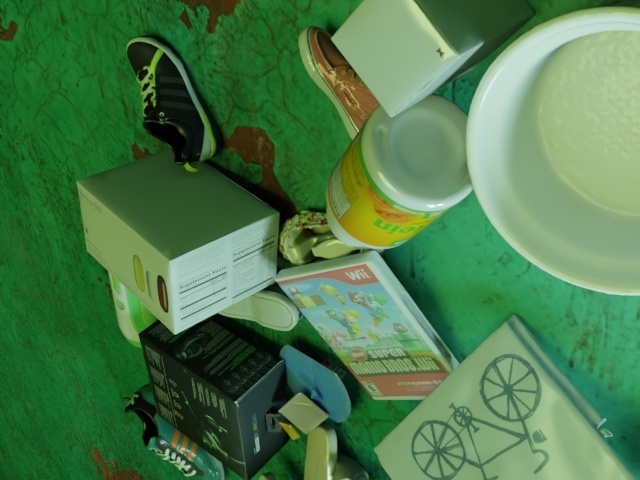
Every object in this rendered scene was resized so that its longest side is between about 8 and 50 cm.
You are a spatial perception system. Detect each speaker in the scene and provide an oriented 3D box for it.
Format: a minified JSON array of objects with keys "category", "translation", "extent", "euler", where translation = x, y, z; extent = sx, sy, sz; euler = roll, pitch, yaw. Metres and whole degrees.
[{"category":"speaker","translation":[-0.347,0.066,1.366],"extent":[0.131,0.131,0.296],"euler":[23,130,30]}]

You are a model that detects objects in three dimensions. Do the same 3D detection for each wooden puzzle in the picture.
[{"category":"wooden puzzle","translation":[-0.031,0.311,1.268],"extent":[0.116,0.014,0.078],"euler":[-39,102,28]}]

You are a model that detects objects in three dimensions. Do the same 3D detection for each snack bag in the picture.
[{"category":"snack bag","translation":[0.260,0.327,0.936],"extent":[0.323,0.037,0.342],"euler":[-53,59,28]}]

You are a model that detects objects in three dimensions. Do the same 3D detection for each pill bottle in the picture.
[{"category":"pill bottle","translation":[0.084,-0.067,0.853],"extent":[0.136,0.136,0.245],"euler":[50,160,4]}]

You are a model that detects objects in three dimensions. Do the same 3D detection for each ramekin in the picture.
[{"category":"ramekin","translation":[0.295,-0.098,0.681],"extent":[0.277,0.135,0.277],"euler":[22,129,29]}]

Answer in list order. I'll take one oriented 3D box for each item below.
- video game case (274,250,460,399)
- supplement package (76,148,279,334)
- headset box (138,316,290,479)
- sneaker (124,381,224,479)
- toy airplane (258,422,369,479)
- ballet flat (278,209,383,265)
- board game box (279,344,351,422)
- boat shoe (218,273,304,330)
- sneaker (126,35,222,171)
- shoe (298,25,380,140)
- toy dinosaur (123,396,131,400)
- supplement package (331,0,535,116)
[{"category":"video game case","translation":[0.082,0.140,1.058],"extent":[0.204,0.025,0.285],"euler":[-14,122,46]},{"category":"supplement package","translation":[-0.228,-0.013,1.124],"extent":[0.262,0.204,0.145],"euler":[34,135,33]},{"category":"headset box","translation":[-0.195,0.293,1.361],"extent":[0.283,0.131,0.246],"euler":[25,136,31]},{"category":"sneaker","translation":[-0.347,0.475,1.641],"extent":[0.108,0.121,0.302],"euler":[-29,96,48]},{"category":"toy airplane","translation":[0.013,0.590,1.332],"extent":[0.386,0.273,0.384],"euler":[109,153,-52]},{"category":"ballet flat","translation":[0.000,0.000,1.053],"extent":[0.241,0.077,0.091],"euler":[-12,109,46]},{"category":"board game box","translation":[-0.002,0.248,1.253],"extent":[0.169,0.033,0.133],"euler":[26,136,34]},{"category":"boat shoe","translation":[-0.126,0.080,1.216],"extent":[0.255,0.079,0.095],"euler":[12,121,34]},{"category":"sneaker","translation":[-0.246,-0.218,1.112],"extent":[0.084,0.097,0.234],"euler":[-33,93,48]},{"category":"shoe","translation":[0.048,-0.204,0.889],"extent":[0.081,0.063,0.178],"euler":[-19,108,45]},{"category":"toy dinosaur","translation":[-0.440,0.429,1.738],"extent":[0.090,0.047,0.082],"euler":[6,95,6]},{"category":"supplement package","translation":[0.119,-0.221,0.723],"extent":[0.105,0.179,0.105],"euler":[53,137,0]}]
